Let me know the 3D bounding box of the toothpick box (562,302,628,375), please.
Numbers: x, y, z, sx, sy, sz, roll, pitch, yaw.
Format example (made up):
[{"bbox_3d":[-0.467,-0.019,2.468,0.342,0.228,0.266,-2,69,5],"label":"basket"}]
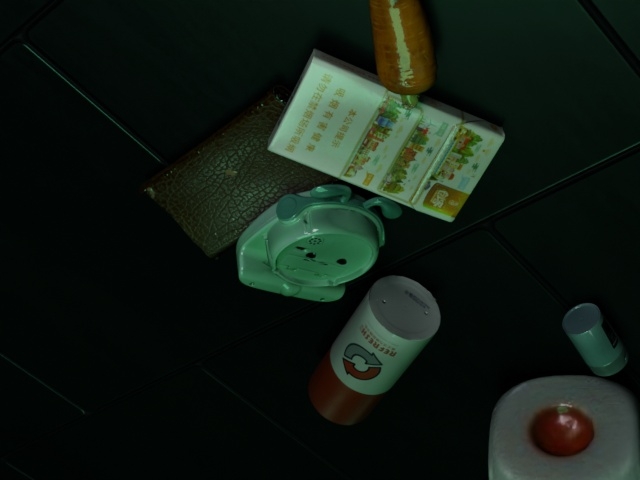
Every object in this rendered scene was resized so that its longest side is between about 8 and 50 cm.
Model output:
[{"bbox_3d":[0.336,0.121,1.300,0.052,0.052,0.083,-20,126,30],"label":"toothpick box"}]

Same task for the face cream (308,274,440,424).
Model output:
[{"bbox_3d":[0.064,0.144,1.357,0.096,0.095,0.214,22,136,-9],"label":"face cream"}]

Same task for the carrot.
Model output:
[{"bbox_3d":[0.065,-0.241,1.006,0.061,0.061,0.256,-5,124,18],"label":"carrot"}]

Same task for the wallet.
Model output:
[{"bbox_3d":[-0.085,-0.074,1.215,0.243,0.039,0.133,-31,116,37],"label":"wallet"}]

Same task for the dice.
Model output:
[{"bbox_3d":[0.324,0.300,1.385,0.194,0.193,0.191,-4,132,15],"label":"dice"}]

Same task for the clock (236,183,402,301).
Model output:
[{"bbox_3d":[0.000,-0.001,1.219,0.148,0.060,0.188,13,142,-28],"label":"clock"}]

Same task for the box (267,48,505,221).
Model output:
[{"bbox_3d":[0.068,-0.106,1.121,0.220,0.032,0.122,20,122,-14],"label":"box"}]
